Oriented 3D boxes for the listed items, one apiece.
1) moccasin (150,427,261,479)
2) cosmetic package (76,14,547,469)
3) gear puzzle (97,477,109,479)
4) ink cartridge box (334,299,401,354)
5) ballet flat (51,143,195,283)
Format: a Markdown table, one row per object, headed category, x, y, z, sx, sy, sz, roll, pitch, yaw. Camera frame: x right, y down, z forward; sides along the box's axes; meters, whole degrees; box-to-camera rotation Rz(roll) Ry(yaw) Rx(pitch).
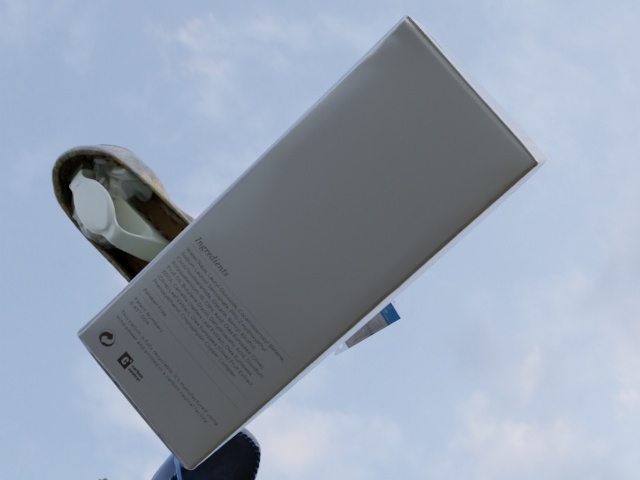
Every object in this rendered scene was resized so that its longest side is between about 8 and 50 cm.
| category | x | y | z | sx | sy | sz | roll | pitch | yaw |
| --- | --- | --- | --- | --- | --- | --- | --- | --- | --- |
| moccasin | -0.174 | 0.372 | 1.222 | 0.137 | 0.117 | 0.342 | 35 | -99 | -13 |
| cosmetic package | 0.000 | 0.000 | 0.867 | 0.365 | 0.197 | 0.155 | -42 | -96 | 15 |
| gear puzzle | -0.352 | 0.406 | 1.279 | 0.044 | 0.339 | 0.175 | 45 | -53 | -10 |
| ink cartridge box | 0.044 | 0.088 | 1.137 | 0.083 | 0.048 | 0.028 | -31 | -80 | 7 |
| ballet flat | -0.167 | 0.018 | 1.107 | 0.123 | 0.348 | 0.123 | -38 | -22 | -18 |
